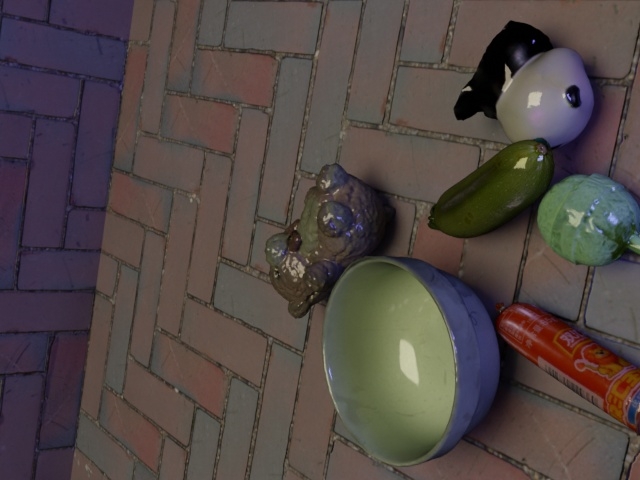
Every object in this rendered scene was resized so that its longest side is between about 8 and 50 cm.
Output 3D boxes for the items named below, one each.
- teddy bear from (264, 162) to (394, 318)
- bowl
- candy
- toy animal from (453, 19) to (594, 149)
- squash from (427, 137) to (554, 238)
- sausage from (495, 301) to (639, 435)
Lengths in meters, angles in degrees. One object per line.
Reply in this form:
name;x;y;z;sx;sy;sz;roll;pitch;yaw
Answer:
teddy bear;0.001;0.000;1.478;0.267;0.151;0.236;-40;35;38
bowl;0.147;0.173;1.272;0.307;0.163;0.308;1;91;55
candy;0.448;0.043;1.005;0.439;0.119;0.119;35;114;37
toy animal;0.288;-0.196;1.174;0.179;0.138;0.166;44;140;32
squash;0.228;-0.054;1.213;0.341;0.094;0.095;140;124;-66
sausage;0.332;0.154;1.138;0.274;0.074;0.074;35;114;46
